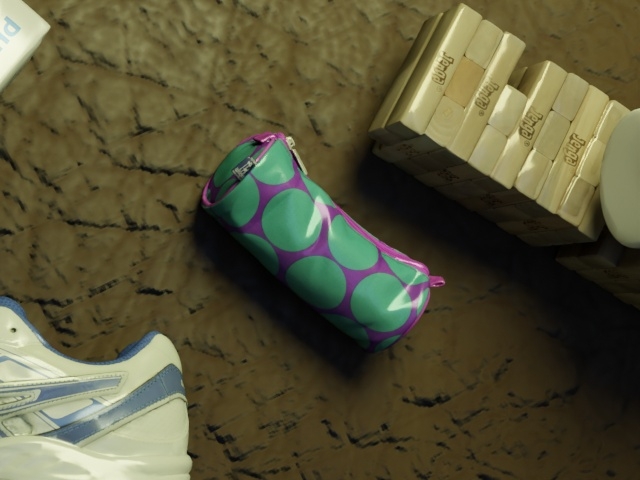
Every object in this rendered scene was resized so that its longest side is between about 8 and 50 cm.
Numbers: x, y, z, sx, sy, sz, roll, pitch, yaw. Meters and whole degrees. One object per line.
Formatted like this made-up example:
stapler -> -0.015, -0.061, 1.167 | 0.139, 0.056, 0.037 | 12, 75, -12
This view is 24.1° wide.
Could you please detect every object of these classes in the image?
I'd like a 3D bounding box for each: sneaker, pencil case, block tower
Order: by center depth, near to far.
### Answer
sneaker -> -0.218, 0.095, 0.843 | 0.297, 0.112, 0.130 | 9, 71, -24
pencil case -> 0.000, 0.000, 0.935 | 0.152, 0.064, 0.070 | 42, 99, -13
block tower -> 0.193, -0.027, 0.992 | 0.335, 0.091, 0.097 | 31, 78, -16

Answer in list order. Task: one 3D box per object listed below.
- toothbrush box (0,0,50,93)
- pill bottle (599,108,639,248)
toothbrush box -> -0.328, -0.116, 0.774 | 0.295, 0.126, 0.216 | 40, 62, -12
pill bottle -> 0.284, -0.031, 0.914 | 0.215, 0.117, 0.117 | 3, 85, -19
